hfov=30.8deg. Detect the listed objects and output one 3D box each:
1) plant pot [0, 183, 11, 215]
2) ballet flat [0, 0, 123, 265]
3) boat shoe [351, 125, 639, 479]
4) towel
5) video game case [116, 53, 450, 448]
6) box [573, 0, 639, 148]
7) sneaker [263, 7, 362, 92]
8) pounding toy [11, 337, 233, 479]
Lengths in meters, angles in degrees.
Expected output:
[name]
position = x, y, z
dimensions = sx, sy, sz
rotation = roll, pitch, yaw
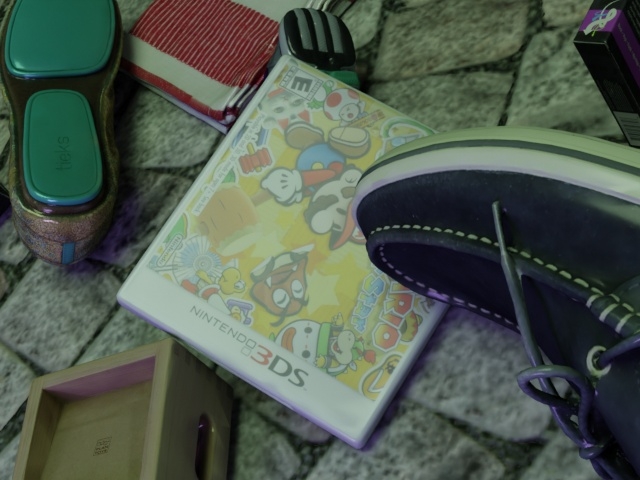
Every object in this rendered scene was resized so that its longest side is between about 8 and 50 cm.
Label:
[plant pot]
position = -0.451, -0.040, 1.150
dimensions = 0.188, 0.187, 0.167
rotation = 34, 93, 45
[ballet flat]
position = -0.247, -0.121, 1.108
dimensions = 0.123, 0.123, 0.348
rotation = -25, 49, 18
[boat shoe]
position = 0.187, 0.065, 0.593
dimensions = 0.500, 0.187, 0.156
rotation = 23, 78, 42
[towel]
position = -0.049, -0.266, 1.130
dimensions = 0.329, 0.037, 0.237
rotation = -50, 43, -7
[video game case]
position = 0.000, 0.000, 0.831
dimensions = 0.206, 0.026, 0.227
rotation = 29, 75, 15
[box]
position = 0.233, -0.160, 0.791
dimensions = 0.029, 0.116, 0.162
rotation = 13, 66, 42
[sneaker]
position = -0.003, -0.075, 0.943
dimensions = 0.098, 0.083, 0.223
rotation = 130, 140, -53
[pounding toy]
position = -0.172, 0.190, 0.824
dimensions = 0.206, 0.094, 0.181
rotation = -18, 48, 24
